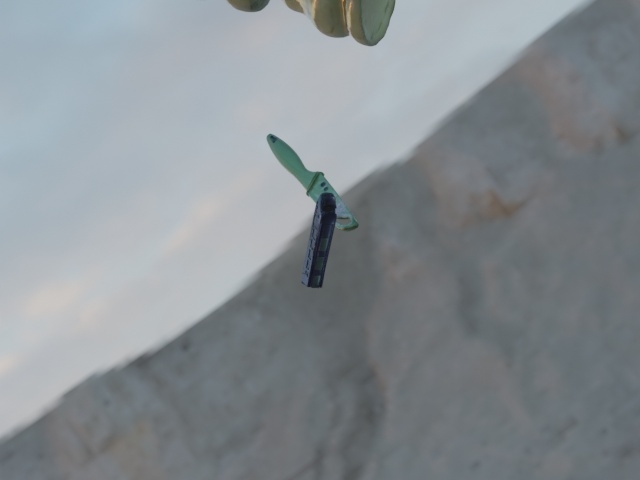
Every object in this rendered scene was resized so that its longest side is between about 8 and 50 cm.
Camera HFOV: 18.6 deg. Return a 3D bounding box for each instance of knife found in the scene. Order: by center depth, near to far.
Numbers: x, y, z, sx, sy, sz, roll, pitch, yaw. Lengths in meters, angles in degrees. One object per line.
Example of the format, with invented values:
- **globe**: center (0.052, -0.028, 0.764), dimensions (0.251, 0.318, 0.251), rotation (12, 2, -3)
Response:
- **knife**: center (-0.010, -0.068, 2.173), dimensions (0.030, 0.207, 0.014), rotation (-39, -45, 0)

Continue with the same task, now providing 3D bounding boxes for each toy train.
- **toy train**: center (0.000, 0.000, 1.645), dimensions (0.017, 0.017, 0.083), rotation (2, -66, -23)

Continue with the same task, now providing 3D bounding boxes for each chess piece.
- **chess piece**: center (-0.055, -0.289, 2.033), dimensions (0.144, 0.251, 0.144), rotation (10, -90, -75)
